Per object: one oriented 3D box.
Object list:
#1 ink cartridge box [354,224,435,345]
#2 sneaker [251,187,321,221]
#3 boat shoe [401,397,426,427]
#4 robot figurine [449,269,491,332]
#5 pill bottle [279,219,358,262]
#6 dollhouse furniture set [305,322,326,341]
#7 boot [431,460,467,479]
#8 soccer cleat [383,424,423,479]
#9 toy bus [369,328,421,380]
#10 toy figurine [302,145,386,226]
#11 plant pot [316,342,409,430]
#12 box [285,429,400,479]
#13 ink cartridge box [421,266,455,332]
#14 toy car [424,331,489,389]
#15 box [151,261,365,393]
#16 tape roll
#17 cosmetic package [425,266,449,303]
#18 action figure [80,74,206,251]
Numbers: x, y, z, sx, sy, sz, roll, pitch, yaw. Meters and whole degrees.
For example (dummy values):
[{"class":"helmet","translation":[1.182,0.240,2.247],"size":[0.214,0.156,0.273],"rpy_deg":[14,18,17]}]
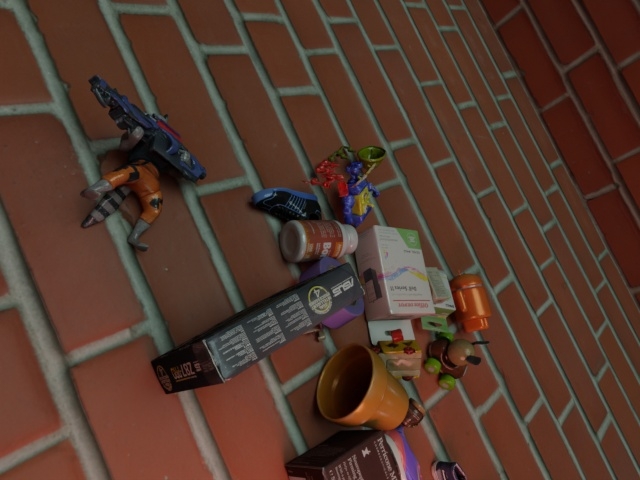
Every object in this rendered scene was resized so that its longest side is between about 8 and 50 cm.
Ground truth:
[{"class":"ink cartridge box","translation":[0.238,0.143,1.452],"size":[0.207,0.119,0.354],"rpy_deg":[5,68,-36]},{"class":"sneaker","translation":[-0.090,-0.093,1.334],"size":[0.232,0.081,0.091],"rpy_deg":[2,63,-38]},{"class":"boat shoe","translation":[0.251,0.490,1.293],"size":[0.073,0.207,0.073],"rpy_deg":[38,80,25]},{"class":"robot figurine","translation":[0.533,0.214,1.640],"size":[0.157,0.128,0.220],"rpy_deg":[-7,75,-17]},{"class":"pill bottle","translation":[0.000,0.000,1.335],"size":[0.216,0.121,0.121],"rpy_deg":[-2,72,-37]},{"class":"dollhouse furniture set","translation":[-0.039,0.220,1.284],"size":[0.081,0.091,0.114],"rpy_deg":[-14,48,0]},{"class":"boot","translation":[0.402,0.737,1.337],"size":[0.069,0.086,0.190],"rpy_deg":[-29,89,-41]},{"class":"soccer cleat","translation":[0.243,0.665,1.241],"size":[0.116,0.108,0.318],"rpy_deg":[-14,77,-44]},{"class":"toy bus","translation":[0.194,0.344,1.340],"size":[0.202,0.191,0.104],"rpy_deg":[45,7,-13]},{"class":"toy figurine","translation":[0.101,-0.156,1.499],"size":[0.362,0.191,0.217],"rpy_deg":[-53,140,-53]},{"class":"plant pot","translation":[0.126,0.404,1.206],"size":[0.188,0.205,0.205],"rpy_deg":[36,53,-27]},{"class":"box","translation":[0.058,0.575,1.096],"size":[0.203,0.167,0.169],"rpy_deg":[-13,79,-40]},{"class":"ink cartridge box","translation":[0.384,0.196,1.540],"size":[0.108,0.062,0.209],"rpy_deg":[12,52,-22]},{"class":"toy car","translation":[0.456,0.372,1.469],"size":[0.149,0.188,0.155],"rpy_deg":[48,50,-10]},{"class":"box","translation":[-0.138,0.191,1.019],"size":[0.394,0.318,0.097],"rpy_deg":[-25,86,-42]},{"class":"tape roll","translation":[0.033,0.144,1.276],"size":[0.189,0.080,0.189],"rpy_deg":[42,26,-26]},{"class":"cosmetic package","translation":[0.368,0.146,1.496],"size":[0.060,0.041,0.115],"rpy_deg":[3,55,-27]},{"class":"action figure","translation":[-0.446,-0.193,1.056],"size":[0.341,0.178,0.330],"rpy_deg":[51,39,-41]}]
